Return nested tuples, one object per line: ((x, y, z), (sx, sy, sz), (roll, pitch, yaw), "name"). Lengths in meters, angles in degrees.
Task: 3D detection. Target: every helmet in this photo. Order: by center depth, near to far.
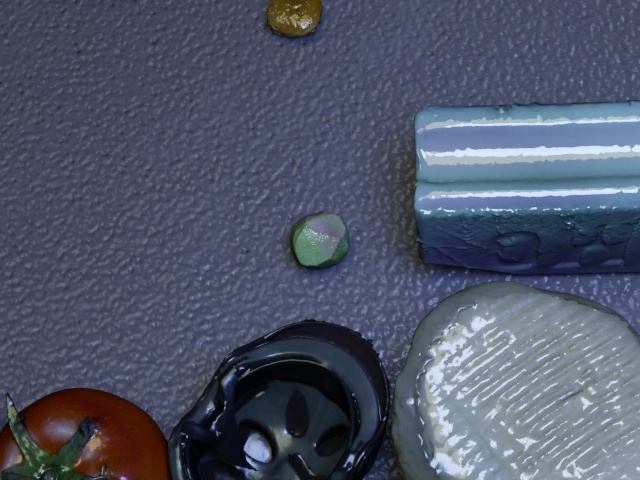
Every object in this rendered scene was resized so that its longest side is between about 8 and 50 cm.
((-0.039, 0.260, 1.668), (0.225, 0.177, 0.305), (37, 67, 28), "helmet")

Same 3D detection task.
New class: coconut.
((0.000, 0.000, 1.814), (0.082, 0.081, 0.083), (25, 94, -5), "coconut")

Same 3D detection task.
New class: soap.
((0.344, -0.062, 1.694), (0.446, 0.261, 0.156), (-2, 69, 5), "soap")

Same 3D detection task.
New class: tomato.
((-0.295, 0.311, 1.654), (0.255, 0.224, 0.256), (-5, 69, 12), "tomato")

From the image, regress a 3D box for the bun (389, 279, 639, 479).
((0.248, 0.223, 1.633), (0.359, 0.211, 0.360), (0, 76, -2), "bun")

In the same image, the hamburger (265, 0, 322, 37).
((-0.039, -0.331, 1.960), (0.083, 0.044, 0.076), (4, 71, 6), "hamburger")
